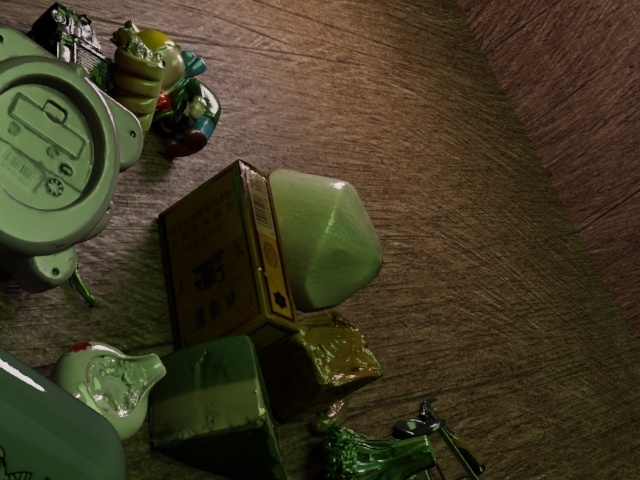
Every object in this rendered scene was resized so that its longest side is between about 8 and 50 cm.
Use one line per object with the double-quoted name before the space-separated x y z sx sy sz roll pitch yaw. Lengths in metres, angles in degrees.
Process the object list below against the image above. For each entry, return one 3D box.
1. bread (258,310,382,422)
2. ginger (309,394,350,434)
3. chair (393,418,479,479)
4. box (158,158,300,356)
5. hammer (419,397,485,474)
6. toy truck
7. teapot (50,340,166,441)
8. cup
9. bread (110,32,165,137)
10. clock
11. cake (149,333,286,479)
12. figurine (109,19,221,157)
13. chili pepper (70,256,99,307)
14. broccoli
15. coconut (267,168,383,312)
"bread" -0.010 0.207 1.980 0.158 0.143 0.149 -16 70 -50
"ginger" 0.022 0.275 2.087 0.069 0.051 0.173 40 30 -23
"chair" 0.230 0.419 2.223 0.221 0.095 0.104 59 16 5
"box" -0.150 0.047 1.889 0.084 0.193 0.301 26 41 -44
"hammer" 0.265 0.392 2.386 0.201 0.021 0.078 49 29 -17
"toy truck" -0.405 -0.255 1.908 0.121 0.088 0.259 29 40 -40
"teapot" -0.303 0.208 1.591 0.145 0.092 0.226 57 29 5
"cup" -0.377 0.226 1.332 0.312 0.205 0.205 39 33 -31
"bread" -0.310 -0.250 1.979 0.084 0.177 0.119 9 18 -19
"clock" -0.412 -0.110 1.661 0.295 0.113 0.322 36 52 -28
"cake" -0.096 0.264 1.786 0.283 0.172 0.158 34 38 -41
"figurine" -0.282 -0.271 2.098 0.234 0.127 0.185 52 34 -31
"chili pepper" -0.349 0.063 1.746 0.083 0.017 0.030 61 27 0
"broccoli" 0.105 0.381 1.962 0.194 0.194 0.220 -18 83 -61
"coconut" -0.021 0.005 2.050 0.266 0.237 0.237 13 32 7
